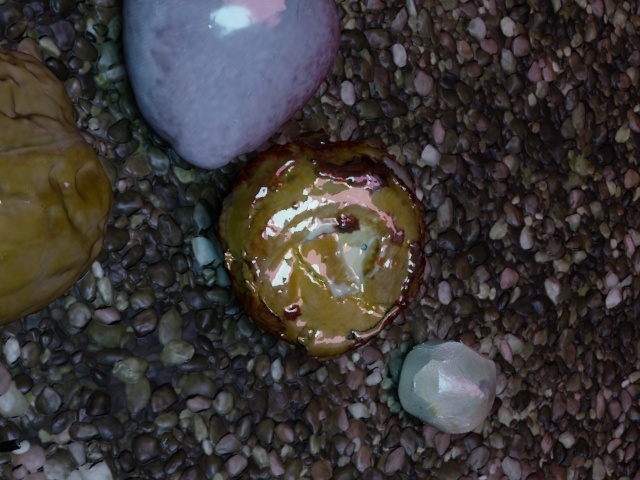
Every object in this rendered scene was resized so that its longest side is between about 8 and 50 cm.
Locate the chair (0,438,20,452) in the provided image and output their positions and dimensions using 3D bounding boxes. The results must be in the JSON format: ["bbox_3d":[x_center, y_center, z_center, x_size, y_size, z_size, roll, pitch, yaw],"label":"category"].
[{"bbox_3d":[-0.490,0.266,1.316,0.159,0.247,0.172,-15,72,-32],"label":"chair"}]

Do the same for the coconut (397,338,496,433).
[{"bbox_3d":[0.219,0.245,1.765,0.161,0.162,0.161,2,86,-33],"label":"coconut"}]

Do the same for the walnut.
[{"bbox_3d":[-0.439,-0.063,1.255,0.354,0.308,0.398,60,23,3],"label":"walnut"}]

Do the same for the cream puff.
[{"bbox_3d":[0.004,-0.003,1.604,0.351,0.228,0.350,-2,102,-12],"label":"cream puff"}]

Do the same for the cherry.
[{"bbox_3d":[-0.142,-0.294,1.493,0.335,0.291,0.326,-47,130,-10],"label":"cherry"}]
